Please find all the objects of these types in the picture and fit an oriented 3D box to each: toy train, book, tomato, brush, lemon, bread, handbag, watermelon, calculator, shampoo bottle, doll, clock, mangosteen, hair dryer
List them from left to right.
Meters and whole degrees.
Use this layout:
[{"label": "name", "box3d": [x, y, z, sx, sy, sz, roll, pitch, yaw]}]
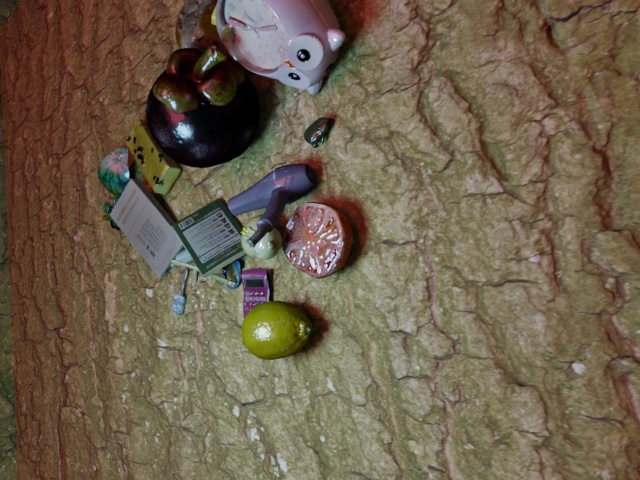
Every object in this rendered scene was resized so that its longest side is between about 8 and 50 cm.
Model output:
[{"label": "watermelon", "box3d": [-0.865, -0.271, 2.341, 0.146, 0.128, 0.231, 54, 143, 23]}, {"label": "toy train", "box3d": [-0.849, -0.113, 2.345, 0.227, 0.091, 0.136, -26, 79, 34]}, {"label": "bread", "box3d": [-0.698, -0.351, 2.255, 0.138, 0.077, 0.361, -53, 55, 22]}, {"label": "brush", "box3d": [-0.529, 0.186, 2.089, 0.070, 0.021, 0.196, 17, 93, 40]}, {"label": "shampoo bottle", "box3d": [-0.507, 0.062, 2.060, 0.195, 0.056, 0.056, -25, 70, 34]}, {"label": "mangosteen", "box3d": [-0.376, -0.437, 1.777, 0.435, 0.382, 0.382, 138, 128, -71]}, {"label": "book", "box3d": [-0.377, -0.014, 1.903, 0.202, 0.027, 0.264, -32, 57, -14]}, {"label": "bread", "box3d": [-0.342, -0.729, 1.883, 0.225, 0.279, 0.250, -8, 69, 55]}, {"label": "calculator", "box3d": [-0.211, 0.190, 1.816, 0.126, 0.034, 0.190, -4, 88, 38]}, {"label": "doll", "box3d": [-0.188, -0.009, 1.708, 0.141, 0.117, 0.296, -63, 13, 0]}, {"label": "hair dryer", "box3d": [-0.178, -0.090, 1.639, 0.301, 0.121, 0.361, -21, 27, 22]}, {"label": "lemon", "box3d": [-0.130, 0.268, 1.644, 0.248, 0.184, 0.184, -14, 75, 26]}, {"label": "clock", "box3d": [-0.104, -0.651, 1.655, 0.376, 0.250, 0.368, 39, 147, 1]}, {"label": "handbag", "box3d": [-0.004, -0.342, 1.699, 0.111, 0.047, 0.072, -44, 54, 27]}, {"label": "tomato", "box3d": [0.000, 0.000, 1.625, 0.236, 0.095, 0.237, -3, 85, 36]}]

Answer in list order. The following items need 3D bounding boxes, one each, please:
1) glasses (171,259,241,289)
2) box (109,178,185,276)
[{"label": "glasses", "box3d": [-0.403, 0.093, 1.917, 0.239, 0.207, 0.102, 55, 158, 32]}, {"label": "box", "box3d": [-0.683, -0.052, 2.171, 0.365, 0.051, 0.204, 47, 114, 18]}]
